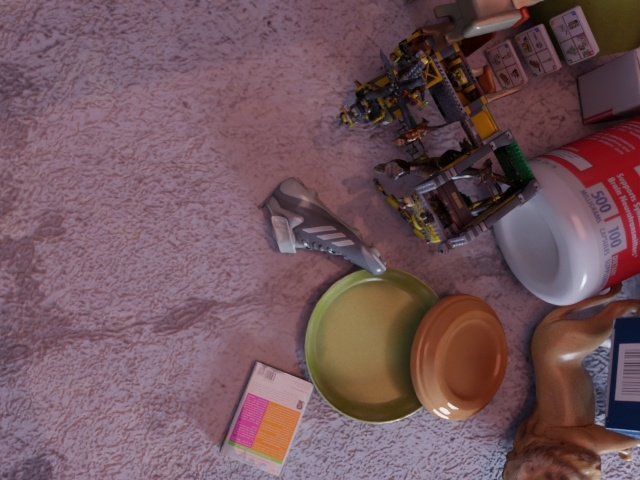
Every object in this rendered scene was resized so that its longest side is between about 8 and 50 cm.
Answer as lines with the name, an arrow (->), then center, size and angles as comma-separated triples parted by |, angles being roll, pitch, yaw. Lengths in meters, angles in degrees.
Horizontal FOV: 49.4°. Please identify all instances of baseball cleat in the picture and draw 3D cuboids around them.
baseball cleat -> 0.000, 0.000, 1.056 | 0.206, 0.072, 0.109 | 43, 85, 8

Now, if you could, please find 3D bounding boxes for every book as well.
book -> -0.081, 0.266, 1.046 | 0.096, 0.035, 0.144 | 24, 82, -9

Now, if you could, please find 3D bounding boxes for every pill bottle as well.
pill bottle -> 0.497, -0.074, 1.099 | 0.408, 0.229, 0.229 | -23, 93, -14

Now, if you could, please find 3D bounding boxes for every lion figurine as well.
lion figurine -> 0.403, 0.248, 1.129 | 0.240, 0.142, 0.392 | 3, 73, -6

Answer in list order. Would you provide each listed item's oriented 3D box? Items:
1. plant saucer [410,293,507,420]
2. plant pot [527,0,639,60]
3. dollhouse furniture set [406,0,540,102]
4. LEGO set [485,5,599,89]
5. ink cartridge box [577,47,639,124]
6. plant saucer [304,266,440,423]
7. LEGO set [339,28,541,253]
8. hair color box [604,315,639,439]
plant saucer -> 0.226, 0.184, 1.088 | 0.200, 0.037, 0.199 | -1, 91, -34
plant pot -> 0.423, -0.444, 1.099 | 0.275, 0.275, 0.293 | -15, 107, -14
dollhouse furniture set -> 0.237, -0.336, 1.030 | 0.135, 0.259, 0.262 | -21, 95, -4
LEGO set -> 0.314, -0.377, 1.090 | 0.060, 0.182, 0.244 | -37, 102, -32
ink cartridge box -> 0.571, -0.263, 1.159 | 0.218, 0.158, 0.092 | -8, 89, -14
plant saucer -> 0.089, 0.161, 1.088 | 0.241, 0.037, 0.240 | 0, 88, -13
LEGO set -> 0.135, -0.113, 0.999 | 0.192, 0.255, 0.331 | -33, 105, -28
hair color box -> 0.590, 0.245, 1.071 | 0.347, 0.105, 0.173 | 23, 70, -29
